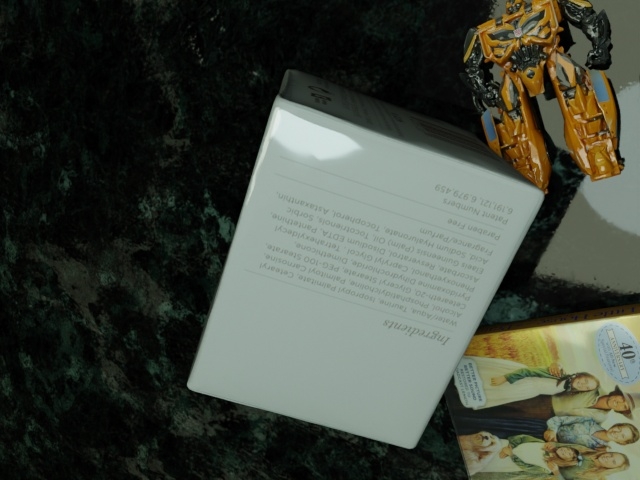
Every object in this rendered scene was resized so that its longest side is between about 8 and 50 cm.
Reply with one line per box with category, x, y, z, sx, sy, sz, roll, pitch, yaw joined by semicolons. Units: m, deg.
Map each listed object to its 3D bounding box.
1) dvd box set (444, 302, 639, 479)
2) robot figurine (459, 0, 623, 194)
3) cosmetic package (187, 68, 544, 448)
dvd box set;0.409;0.265;0.859;0.420;0.062;0.308;-14;93;32
robot figurine;0.317;-0.214;0.803;0.211;0.085;0.291;-18;91;31
cosmetic package;0.039;0.009;0.806;0.327;0.329;0.394;17;111;-8
